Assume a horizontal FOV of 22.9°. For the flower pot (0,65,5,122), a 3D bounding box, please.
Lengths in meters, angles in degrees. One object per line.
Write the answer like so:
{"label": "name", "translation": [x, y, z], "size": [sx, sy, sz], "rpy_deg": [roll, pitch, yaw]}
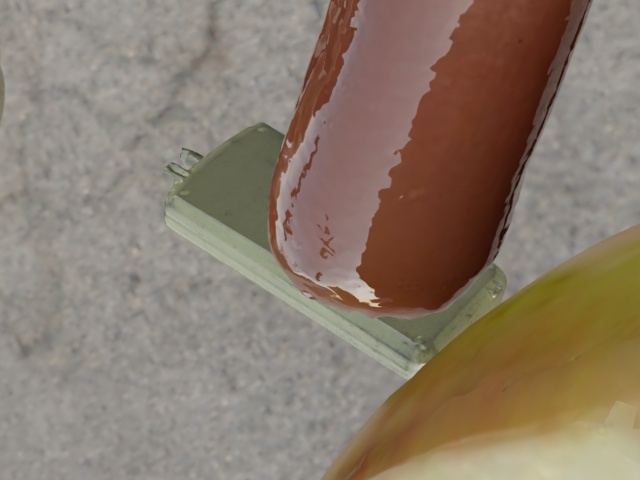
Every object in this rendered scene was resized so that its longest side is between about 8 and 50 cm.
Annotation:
{"label": "flower pot", "translation": [-0.390, -0.162, 1.238], "size": [0.244, 0.307, 0.307], "rpy_deg": [-90, 15, -45]}

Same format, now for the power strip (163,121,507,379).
{"label": "power strip", "translation": [0.000, 0.000, 0.733], "size": [0.169, 0.076, 0.028], "rpy_deg": [32, 141, 21]}

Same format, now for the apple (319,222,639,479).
{"label": "apple", "translation": [0.145, 0.123, 0.475], "size": [0.252, 0.309, 0.314], "rpy_deg": [38, 125, 27]}

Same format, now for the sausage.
{"label": "sausage", "translation": [0.036, -0.058, 0.467], "size": [0.077, 0.077, 0.194], "rpy_deg": [36, 127, 29]}
